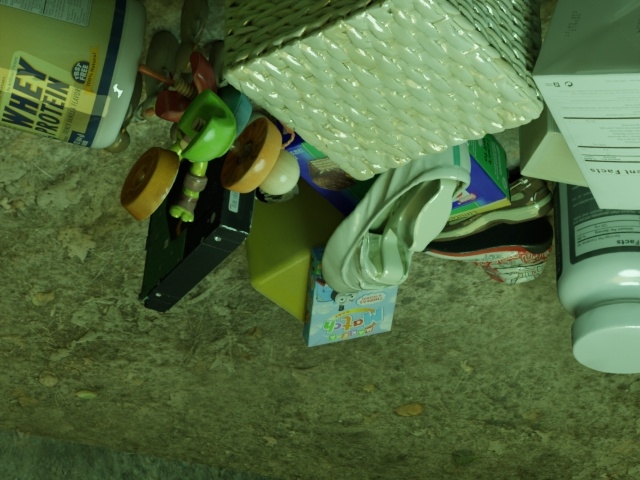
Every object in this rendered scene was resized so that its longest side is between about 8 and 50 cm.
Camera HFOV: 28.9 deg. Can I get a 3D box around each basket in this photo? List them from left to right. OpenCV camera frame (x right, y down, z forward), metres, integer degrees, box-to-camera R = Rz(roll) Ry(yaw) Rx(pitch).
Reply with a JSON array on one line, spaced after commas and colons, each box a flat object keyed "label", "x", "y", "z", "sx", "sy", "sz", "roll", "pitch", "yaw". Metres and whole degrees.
[{"label": "basket", "x": 0.085, "y": -0.288, "z": 1.628, "sx": 0.328, "sy": 0.266, "sz": 0.331, "roll": -19, "pitch": 145, "yaw": 32}]

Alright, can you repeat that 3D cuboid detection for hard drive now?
[{"label": "hard drive", "x": -0.205, "y": -0.045, "z": 2.103, "sx": 0.064, "sy": 0.237, "sz": 0.339, "roll": 19, "pitch": 146, "yaw": -24}]

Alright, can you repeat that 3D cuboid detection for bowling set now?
[{"label": "bowling set", "x": -0.186, "y": -0.220, "z": 1.881, "sx": 0.200, "sy": 0.154, "sz": 0.287, "roll": 20, "pitch": 146, "yaw": -26}]

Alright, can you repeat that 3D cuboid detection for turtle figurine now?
[{"label": "turtle figurine", "x": -0.189, "y": -0.146, "z": 1.795, "sx": 0.269, "sy": 0.087, "sz": 0.217, "roll": 21, "pitch": 114, "yaw": -36}]

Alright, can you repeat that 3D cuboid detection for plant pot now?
[{"label": "plant pot", "x": 0.000, "y": 0.000, "z": 2.207, "sx": 0.187, "sy": 0.212, "sz": 0.212, "roll": -29, "pitch": 139, "yaw": 22}]

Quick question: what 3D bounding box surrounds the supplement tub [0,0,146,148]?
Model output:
[{"label": "supplement tub", "x": -0.423, "y": -0.270, "z": 1.749, "sx": 0.316, "sy": 0.228, "sz": 0.228, "roll": 13, "pitch": 149, "yaw": -16}]

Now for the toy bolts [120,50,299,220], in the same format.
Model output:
[{"label": "toy bolts", "x": -0.138, "y": -0.113, "z": 1.635, "sx": 0.158, "sy": 0.228, "sz": 0.218, "roll": 31, "pitch": 119, "yaw": -27}]

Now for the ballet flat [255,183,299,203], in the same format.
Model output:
[{"label": "ballet flat", "x": -0.091, "y": -0.093, "z": 2.075, "sx": 0.058, "sy": 0.084, "sz": 0.250, "roll": -24, "pitch": -170, "yaw": -11}]

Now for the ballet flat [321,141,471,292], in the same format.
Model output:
[{"label": "ballet flat", "x": 0.112, "y": -0.013, "z": 1.920, "sx": 0.139, "sy": 0.139, "sz": 0.400, "roll": 15, "pitch": 134, "yaw": -19}]

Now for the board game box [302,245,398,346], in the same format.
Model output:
[{"label": "board game box", "x": 0.056, "y": 0.088, "z": 2.153, "sx": 0.160, "sy": 0.039, "sz": 0.211, "roll": -10, "pitch": 136, "yaw": -17}]

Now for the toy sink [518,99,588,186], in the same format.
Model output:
[{"label": "toy sink", "x": 0.432, "y": -0.175, "z": 1.891, "sx": 0.234, "sy": 0.153, "sz": 0.131, "roll": 10, "pitch": 149, "yaw": -9}]

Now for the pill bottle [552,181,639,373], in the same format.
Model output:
[{"label": "pill bottle", "x": 0.483, "y": 0.015, "z": 2.001, "sx": 0.210, "sy": 0.363, "sz": 0.210, "roll": 3, "pitch": 150, "yaw": 2}]

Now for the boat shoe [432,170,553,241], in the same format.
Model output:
[{"label": "boat shoe", "x": 0.278, "y": -0.072, "z": 2.170, "sx": 0.257, "sy": 0.095, "sz": 0.095, "roll": -15, "pitch": 110, "yaw": 30}]

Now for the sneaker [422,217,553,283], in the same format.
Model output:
[{"label": "sneaker", "x": 0.292, "y": 0.024, "z": 2.309, "sx": 0.270, "sy": 0.090, "sz": 0.145, "roll": -1, "pitch": 147, "yaw": 3}]

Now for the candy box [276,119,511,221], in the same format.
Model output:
[{"label": "candy box", "x": 0.121, "y": -0.143, "z": 2.010, "sx": 0.268, "sy": 0.122, "sz": 0.317, "roll": -17, "pitch": 145, "yaw": 28}]

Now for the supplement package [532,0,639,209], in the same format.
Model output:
[{"label": "supplement package", "x": 0.426, "y": -0.191, "z": 1.636, "sx": 0.175, "sy": 0.177, "sz": 0.293, "roll": 3, "pitch": 149, "yaw": 34}]

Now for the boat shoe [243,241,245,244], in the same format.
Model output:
[{"label": "boat shoe", "x": -0.172, "y": -0.034, "z": 2.305, "sx": 0.152, "sy": 0.056, "sz": 0.049, "roll": 14, "pitch": 145, "yaw": -36}]
